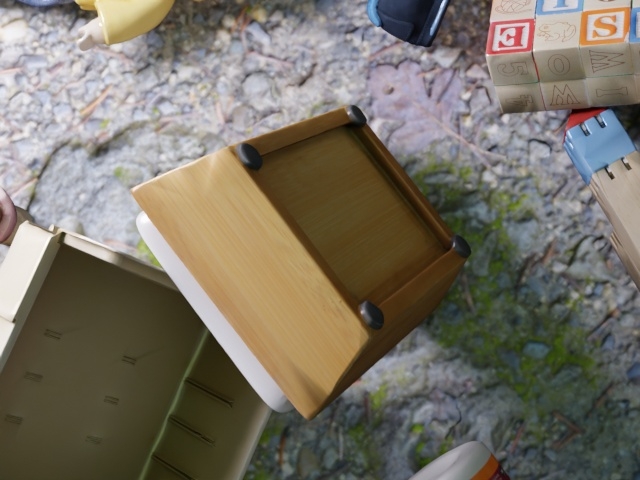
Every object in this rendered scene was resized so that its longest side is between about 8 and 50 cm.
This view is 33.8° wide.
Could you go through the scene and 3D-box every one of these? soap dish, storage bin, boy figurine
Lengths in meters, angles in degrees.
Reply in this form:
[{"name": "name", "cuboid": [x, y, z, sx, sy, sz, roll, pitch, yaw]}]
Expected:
[{"name": "soap dish", "cuboid": [0.000, 0.000, 0.919, 0.118, 0.291, 0.229, -40, 85, 29]}, {"name": "storage bin", "cuboid": [-0.182, 0.147, 0.914, 0.123, 0.260, 0.262, 19, 84, 42]}, {"name": "boy figurine", "cuboid": [-0.204, -0.273, 1.039, 0.285, 0.092, 0.177, 5, 83, 3]}]

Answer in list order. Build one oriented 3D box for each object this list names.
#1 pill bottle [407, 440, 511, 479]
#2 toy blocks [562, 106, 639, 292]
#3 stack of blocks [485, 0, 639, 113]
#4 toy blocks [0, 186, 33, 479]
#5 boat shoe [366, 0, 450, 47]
[{"name": "pill bottle", "cuboid": [0.165, 0.308, 0.975, 0.121, 0.121, 0.221, -36, 86, -3]}, {"name": "toy blocks", "cuboid": [0.411, -0.067, 0.996, 0.381, 0.191, 0.261, -27, 74, 2]}, {"name": "stack of blocks", "cuboid": [0.314, -0.218, 0.973, 0.297, 0.087, 0.171, -2, 56, 22]}, {"name": "toy blocks", "cuboid": [-0.403, 0.102, 0.920, 0.289, 0.260, 0.309, -5, 85, -1]}, {"name": "boat shoe", "cuboid": [0.146, -0.311, 1.050, 0.089, 0.109, 0.258, 33, 102, -5]}]
